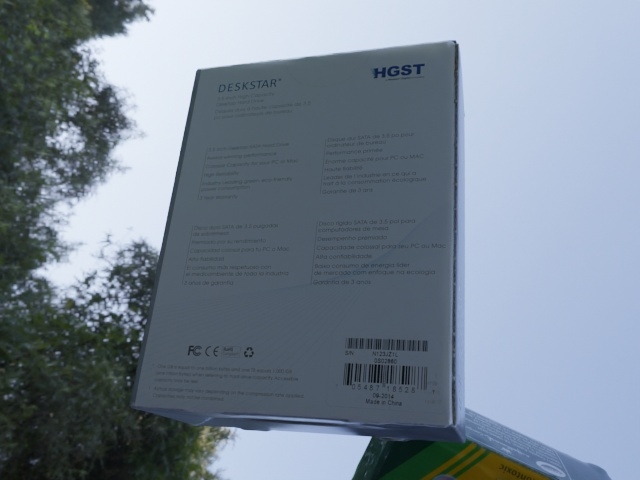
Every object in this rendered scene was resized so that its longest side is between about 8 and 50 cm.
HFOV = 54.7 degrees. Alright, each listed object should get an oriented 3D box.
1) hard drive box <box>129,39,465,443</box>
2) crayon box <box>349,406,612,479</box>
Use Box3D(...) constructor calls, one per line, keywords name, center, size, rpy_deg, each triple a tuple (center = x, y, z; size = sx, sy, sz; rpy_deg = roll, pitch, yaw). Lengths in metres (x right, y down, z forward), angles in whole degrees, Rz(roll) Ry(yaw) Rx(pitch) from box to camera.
Box3D(name="hard drive box", center=(0.000, 0.000, 0.394), size=(0.181, 0.089, 0.232), rpy_deg=(-1, -113, 17))
Box3D(name="crayon box", center=(0.096, 0.312, 0.543), size=(0.203, 0.083, 0.323), rpy_deg=(24, -79, 2))
